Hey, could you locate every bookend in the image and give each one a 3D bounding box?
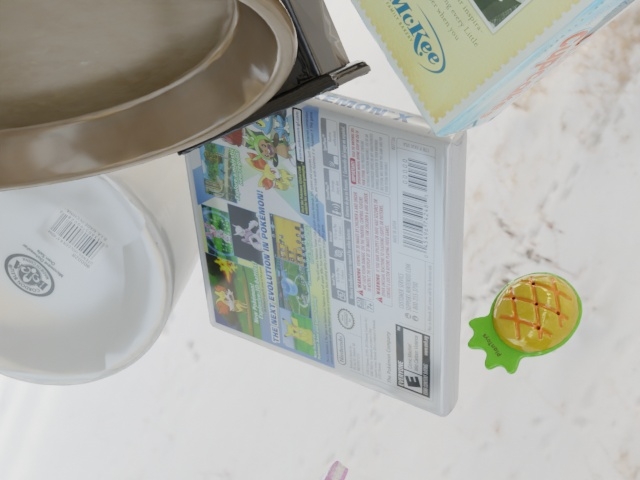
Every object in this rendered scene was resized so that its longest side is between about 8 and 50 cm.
[{"bbox_3d":[-0.067,-0.170,0.858,0.157,0.156,0.072,-18,10,29],"label":"bookend"}]

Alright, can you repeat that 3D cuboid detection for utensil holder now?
[{"bbox_3d":[-0.283,-0.056,1.314,0.328,0.327,0.385,-54,10,28],"label":"utensil holder"}]

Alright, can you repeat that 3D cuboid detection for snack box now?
[{"bbox_3d":[0.050,-0.238,0.565,0.187,0.060,0.322,-39,78,44],"label":"snack box"}]

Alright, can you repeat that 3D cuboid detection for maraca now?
[{"bbox_3d":[0.312,0.124,1.665,0.185,0.099,0.127,-36,63,-7],"label":"maraca"}]

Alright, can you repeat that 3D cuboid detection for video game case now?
[{"bbox_3d":[0.000,0.000,1.072,0.036,0.299,0.329,-46,-37,-41],"label":"video game case"}]

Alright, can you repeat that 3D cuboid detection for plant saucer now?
[{"bbox_3d":[-0.149,-0.078,0.490,0.278,0.277,0.041,-30,68,55],"label":"plant saucer"}]

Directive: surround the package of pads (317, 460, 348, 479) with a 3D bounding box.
[{"bbox_3d":[0.011,0.408,1.814,0.083,0.032,0.050,-53,1,40],"label":"package of pads"}]
